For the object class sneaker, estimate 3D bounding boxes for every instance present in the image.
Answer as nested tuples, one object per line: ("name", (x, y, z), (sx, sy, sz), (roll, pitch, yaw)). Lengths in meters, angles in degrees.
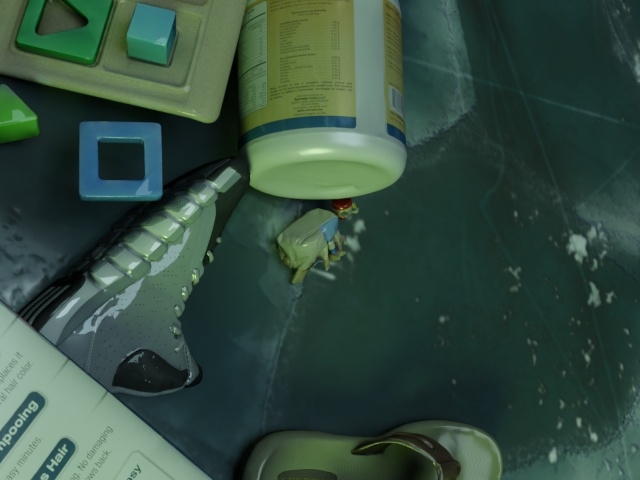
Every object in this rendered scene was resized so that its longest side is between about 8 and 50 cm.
("sneaker", (-0.118, 0.044, 0.770), (0.228, 0.086, 0.132), (-43, 111, -24))

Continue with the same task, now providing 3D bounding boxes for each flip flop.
("flip flop", (0.059, 0.209, 0.855), (0.277, 0.080, 0.112), (10, 74, -34))

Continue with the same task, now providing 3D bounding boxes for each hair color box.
("hair color box", (-0.196, 0.184, 0.660), (0.347, 0.105, 0.174), (46, 57, -20))

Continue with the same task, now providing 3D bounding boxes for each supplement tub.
("supplement tub", (0.000, -0.147, 0.847), (0.144, 0.144, 0.200), (8, 74, -34))

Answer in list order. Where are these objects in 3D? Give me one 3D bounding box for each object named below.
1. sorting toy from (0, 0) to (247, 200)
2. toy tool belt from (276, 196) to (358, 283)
("sorting toy", (-0.156, -0.200, 0.770), (0.196, 0.047, 0.348), (14, 70, -8))
("toy tool belt", (0.000, 0.000, 0.884), (0.083, 0.052, 0.051), (-36, 133, -32))
